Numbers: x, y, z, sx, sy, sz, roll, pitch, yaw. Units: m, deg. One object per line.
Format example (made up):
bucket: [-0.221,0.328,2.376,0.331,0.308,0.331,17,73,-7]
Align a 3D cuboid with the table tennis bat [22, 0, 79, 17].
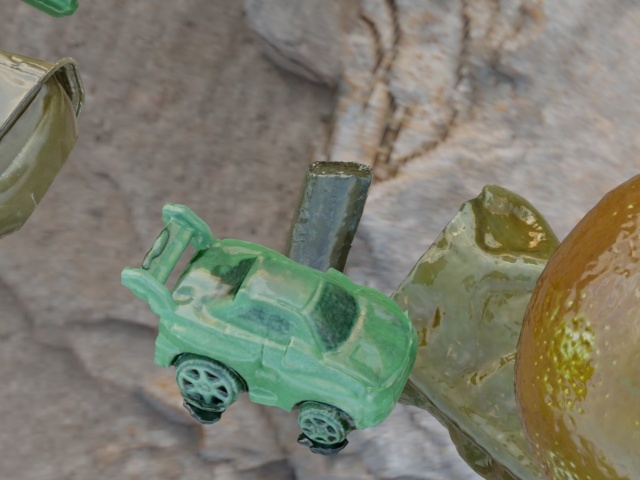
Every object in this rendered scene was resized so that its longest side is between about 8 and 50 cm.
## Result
table tennis bat: [-0.299,-0.236,1.411,0.039,0.257,0.160,-49,30,33]

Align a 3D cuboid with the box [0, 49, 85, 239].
box: [-0.240,-0.062,1.361,0.111,0.111,0.177,26,69,19]

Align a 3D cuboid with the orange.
orange: [0.203,0.050,1.007,0.158,0.179,0.237,41,91,-27]

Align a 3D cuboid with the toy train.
toy train: [-0.025,0.044,0.984,0.149,0.099,0.081,15,136,15]

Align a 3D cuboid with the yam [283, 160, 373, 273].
yam: [0.000,0.000,1.424,0.054,0.054,0.132,23,112,19]

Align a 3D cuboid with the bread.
bread: [0.174,0.100,1.569,0.252,0.196,0.238,48,112,8]
